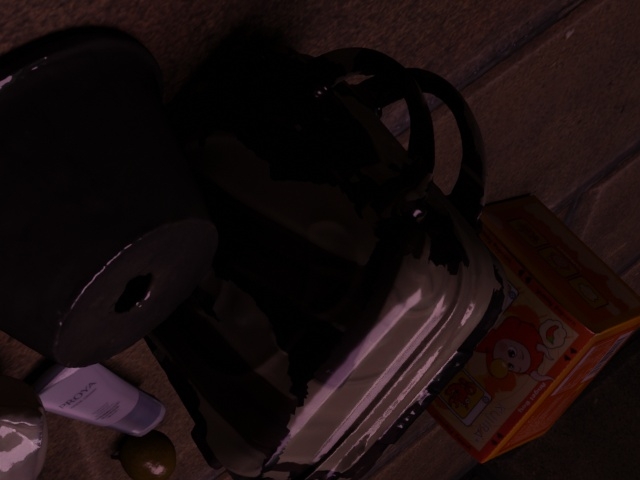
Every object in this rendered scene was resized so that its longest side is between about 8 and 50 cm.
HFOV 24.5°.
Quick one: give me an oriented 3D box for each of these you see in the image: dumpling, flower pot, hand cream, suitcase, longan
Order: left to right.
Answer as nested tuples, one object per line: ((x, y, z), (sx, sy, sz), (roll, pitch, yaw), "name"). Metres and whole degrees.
((-0.331, 0.189, 1.380), (0.155, 0.111, 0.181), (7, 127, -25), "dumpling")
((-0.190, -0.011, 1.138), (0.269, 0.166, 0.269), (-35, 158, -16), "flower pot")
((-0.235, 0.167, 1.578), (0.079, 0.048, 0.255), (-42, 160, 1), "hand cream")
((-0.216, 0.264, 1.795), (0.083, 0.075, 0.075), (-3, 163, 10), "longan")
((0.000, 0.000, 1.246), (0.194, 0.351, 0.339), (18, 117, -49), "suitcase")

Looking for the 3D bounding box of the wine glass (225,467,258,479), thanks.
((-0.067, 0.302, 2.095), (0.122, 0.122, 0.183), (-42, 166, -3), "wine glass")

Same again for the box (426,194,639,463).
((0.273, 0.127, 2.158), (0.213, 0.259, 0.283), (-14, 145, -55), "box")
